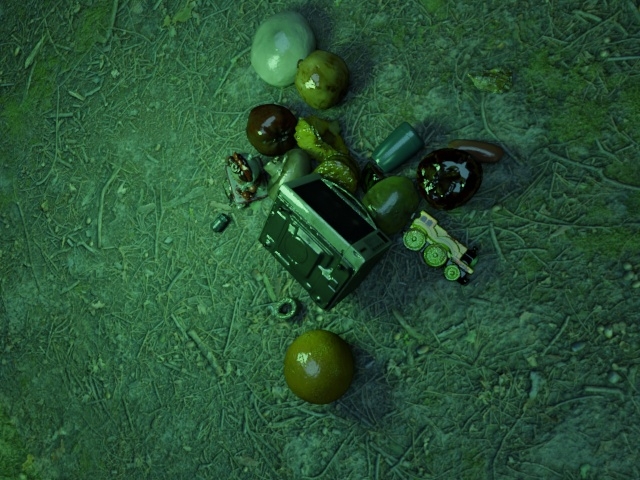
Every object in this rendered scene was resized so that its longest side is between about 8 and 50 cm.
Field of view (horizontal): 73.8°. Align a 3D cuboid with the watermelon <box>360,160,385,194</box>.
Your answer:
[{"bbox_3d":[0.207,-0.250,1.641,0.094,0.125,0.136,2,65,-11],"label":"watermelon"}]

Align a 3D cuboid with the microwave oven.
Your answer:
[{"bbox_3d":[0.000,0.000,1.537,0.394,0.247,0.333,44,133,14],"label":"microwave oven"}]

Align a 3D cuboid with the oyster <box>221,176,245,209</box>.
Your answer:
[{"bbox_3d":[-0.359,-0.214,1.818,0.108,0.053,0.166,-30,79,7],"label":"oyster"}]

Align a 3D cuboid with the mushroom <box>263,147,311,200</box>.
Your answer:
[{"bbox_3d":[-0.135,-0.259,1.662,0.178,0.226,0.227,33,101,-28],"label":"mushroom"}]

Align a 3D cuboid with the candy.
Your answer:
[{"bbox_3d":[-0.156,-0.773,1.706,0.295,0.185,0.296,0,91,12],"label":"candy"}]

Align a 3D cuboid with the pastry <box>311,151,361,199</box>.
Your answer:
[{"bbox_3d":[0.060,-0.237,1.635,0.188,0.103,0.189,9,121,15],"label":"pastry"}]

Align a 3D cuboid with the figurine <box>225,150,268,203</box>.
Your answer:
[{"bbox_3d":[-0.300,-0.272,1.690,0.160,0.226,0.184,-17,82,-6],"label":"figurine"}]

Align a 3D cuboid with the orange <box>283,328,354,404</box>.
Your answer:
[{"bbox_3d":[-0.005,0.468,1.578,0.273,0.274,0.275,-1,88,17],"label":"orange"}]

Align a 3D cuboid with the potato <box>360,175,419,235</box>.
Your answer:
[{"bbox_3d":[0.255,-0.126,1.576,0.228,0.149,0.197,-23,108,10],"label":"potato"}]

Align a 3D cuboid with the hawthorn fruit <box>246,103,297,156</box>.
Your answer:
[{"bbox_3d":[-0.206,-0.460,1.715,0.208,0.208,0.248,-46,47,11],"label":"hawthorn fruit"}]

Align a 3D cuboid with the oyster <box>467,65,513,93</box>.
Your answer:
[{"bbox_3d":[0.621,-0.587,1.537,0.146,0.045,0.121,44,87,13],"label":"oyster"}]

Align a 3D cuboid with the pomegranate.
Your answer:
[{"bbox_3d":[-0.003,-0.619,1.643,0.215,0.215,0.216,-1,88,17],"label":"pomegranate"}]

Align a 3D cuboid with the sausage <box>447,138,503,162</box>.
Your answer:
[{"bbox_3d":[0.553,-0.322,1.527,0.193,0.077,0.077,13,92,18],"label":"sausage"}]

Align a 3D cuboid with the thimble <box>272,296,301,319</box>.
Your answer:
[{"bbox_3d":[-0.136,0.276,1.728,0.109,0.062,0.085,-24,79,15],"label":"thimble"}]

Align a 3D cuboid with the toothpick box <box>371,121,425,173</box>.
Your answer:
[{"bbox_3d":[0.283,-0.340,1.588,0.184,0.120,0.120,-39,78,15],"label":"toothpick box"}]

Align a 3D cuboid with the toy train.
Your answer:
[{"bbox_3d":[0.435,0.027,1.539,0.296,0.100,0.161,41,98,14],"label":"toy train"}]

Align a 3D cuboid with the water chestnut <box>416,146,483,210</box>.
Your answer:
[{"bbox_3d":[0.441,-0.211,1.482,0.223,0.238,0.224,5,103,24],"label":"water chestnut"}]

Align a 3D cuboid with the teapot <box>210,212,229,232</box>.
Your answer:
[{"bbox_3d":[-0.434,-0.077,1.845,0.083,0.064,0.049,-44,108,9],"label":"teapot"}]

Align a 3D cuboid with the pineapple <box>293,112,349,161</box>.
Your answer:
[{"bbox_3d":[-0.002,-0.413,1.687,0.139,0.249,0.164,-25,44,46],"label":"pineapple"}]
